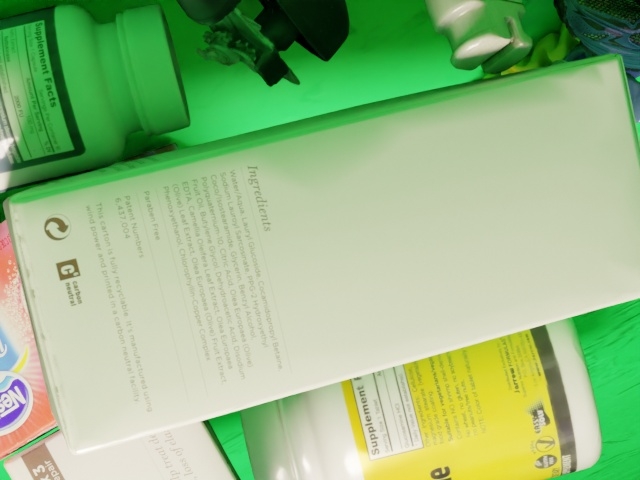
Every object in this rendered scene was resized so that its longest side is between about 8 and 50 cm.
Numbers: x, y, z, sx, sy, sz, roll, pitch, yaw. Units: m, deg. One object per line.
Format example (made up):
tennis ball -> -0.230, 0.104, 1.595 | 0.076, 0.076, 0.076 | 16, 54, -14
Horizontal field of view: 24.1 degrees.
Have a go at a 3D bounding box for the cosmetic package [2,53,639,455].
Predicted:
cosmetic package -> 0.000, 0.000, 0.927 | 0.365, 0.155, 0.197 | -13, -177, -11

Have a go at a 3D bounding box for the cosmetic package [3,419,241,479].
cosmetic package -> -0.139, 0.235, 1.308 | 0.156, 0.217, 0.385 | -29, 180, -7

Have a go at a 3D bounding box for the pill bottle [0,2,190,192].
pill bottle -> -0.179, -0.090, 0.948 | 0.180, 0.108, 0.108 | -13, 153, -1

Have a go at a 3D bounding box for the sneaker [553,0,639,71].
sneaker -> 0.255, -0.168, 0.949 | 0.221, 0.083, 0.087 | -9, 150, -7

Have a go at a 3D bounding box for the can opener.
can opener -> -0.070, -0.177, 0.895 | 0.093, 0.074, 0.280 | -52, 151, -2

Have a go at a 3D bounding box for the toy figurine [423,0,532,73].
toy figurine -> 0.135, -0.210, 0.838 | 0.213, 0.148, 0.209 | -17, 159, 3

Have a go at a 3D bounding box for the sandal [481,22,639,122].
sandal -> 0.197, -0.083, 1.110 | 0.126, 0.138, 0.317 | -1, 152, -28

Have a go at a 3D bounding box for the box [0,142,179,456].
box -> -0.213, 0.067, 1.142 | 0.300, 0.142, 0.154 | -32, 178, 31

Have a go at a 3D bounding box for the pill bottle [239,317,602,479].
pill bottle -> 0.095, 0.172, 1.492 | 0.333, 0.188, 0.188 | -14, 153, 1
